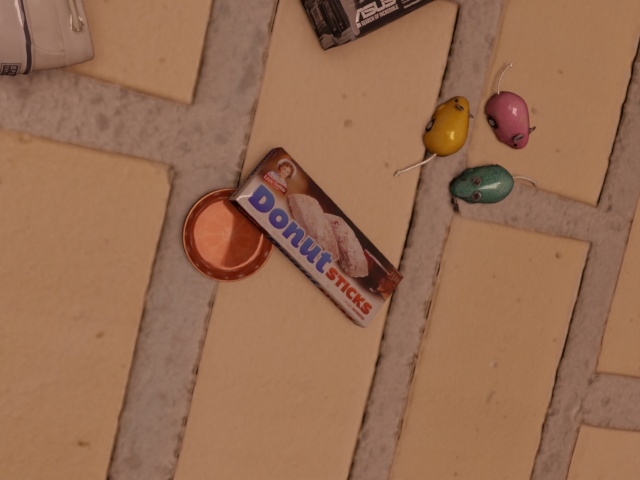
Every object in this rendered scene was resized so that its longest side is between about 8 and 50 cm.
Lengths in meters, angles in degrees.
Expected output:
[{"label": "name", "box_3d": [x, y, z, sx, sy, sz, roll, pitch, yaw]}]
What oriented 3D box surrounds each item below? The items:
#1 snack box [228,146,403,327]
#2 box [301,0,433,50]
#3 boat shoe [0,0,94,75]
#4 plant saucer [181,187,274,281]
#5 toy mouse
[{"label": "snack box", "box_3d": [0.000, 0.000, 0.670, 0.178, 0.022, 0.064, 46, 73, -24]}, {"label": "box", "box_3d": [0.092, -0.341, 0.639, 0.307, 0.076, 0.242, -30, 106, -14]}, {"label": "boat shoe", "box_3d": [-0.217, -0.257, 0.529, 0.088, 0.096, 0.267, -13, 99, -29]}, {"label": "plant saucer", "box_3d": [-0.081, -0.005, 0.654, 0.084, 0.013, 0.083, -3, 99, -20]}, {"label": "toy mouse", "box_3d": [0.173, -0.089, 0.727, 0.143, 0.031, 0.161, 35, 84, -21]}]
